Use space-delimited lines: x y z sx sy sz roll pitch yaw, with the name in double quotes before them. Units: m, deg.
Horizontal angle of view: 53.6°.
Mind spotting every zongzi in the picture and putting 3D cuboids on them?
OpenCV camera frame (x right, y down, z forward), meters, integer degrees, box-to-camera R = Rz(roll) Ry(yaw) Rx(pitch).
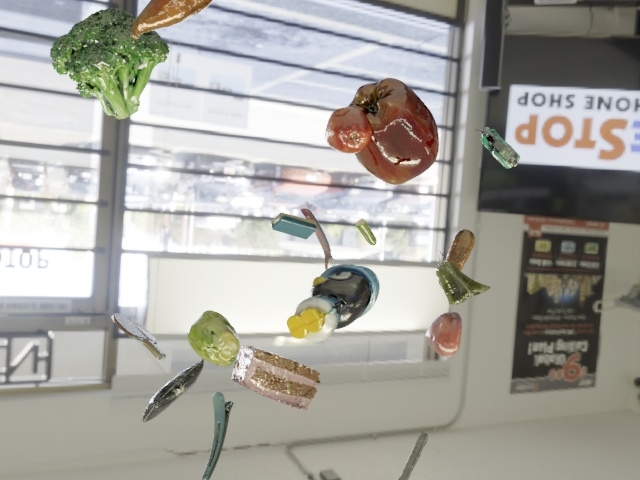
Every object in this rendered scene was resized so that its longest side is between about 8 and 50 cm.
"zongzi" 0.373 0.083 1.691 0.130 0.154 0.062 -21 174 -18

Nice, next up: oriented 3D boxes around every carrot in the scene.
"carrot" 0.377 0.054 1.757 0.060 0.186 0.060 24 168 5

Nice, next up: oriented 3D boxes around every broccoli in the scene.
"broccoli" -0.556 -0.475 1.689 0.307 0.275 0.308 -3 -151 2

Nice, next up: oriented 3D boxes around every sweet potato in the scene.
"sweet potato" -0.295 -0.575 1.438 0.112 0.359 0.112 40 169 10

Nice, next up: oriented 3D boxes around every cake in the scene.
"cake" -0.117 0.359 1.676 0.112 0.116 0.295 12 163 49

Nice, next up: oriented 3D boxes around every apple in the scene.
"apple" 0.220 -0.336 1.974 0.288 0.288 0.317 6 149 40

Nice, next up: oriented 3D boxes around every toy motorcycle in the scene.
"toy motorcycle" 0.534 -0.286 1.908 0.100 0.058 0.173 33 -160 -50

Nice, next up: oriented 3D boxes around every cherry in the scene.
"cherry" 0.337 0.258 1.741 0.086 0.126 0.106 9 172 -31

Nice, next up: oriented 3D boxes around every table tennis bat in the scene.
"table tennis bat" -0.499 0.265 1.757 0.220 0.019 0.130 33 178 36

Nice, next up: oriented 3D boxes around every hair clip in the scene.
"hair clip" -0.319 0.613 1.961 0.048 0.275 0.083 -11 140 20

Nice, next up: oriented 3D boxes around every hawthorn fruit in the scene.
"hawthorn fruit" 0.077 -0.299 1.736 0.132 0.133 0.138 4 -166 -18

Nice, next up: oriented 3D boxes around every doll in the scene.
"doll" 0.036 0.137 1.481 0.177 0.141 0.314 -28 180 31

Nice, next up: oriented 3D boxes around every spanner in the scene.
"spanner" 0.285 0.743 2.069 0.093 0.026 0.325 18 -144 21

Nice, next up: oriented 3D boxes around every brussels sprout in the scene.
"brussels sprout" -0.374 0.355 2.248 0.161 0.223 0.223 -32 -168 -13

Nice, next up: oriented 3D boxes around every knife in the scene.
"knife" 0.002 -0.001 2.408 0.053 0.278 0.123 -21 -175 15

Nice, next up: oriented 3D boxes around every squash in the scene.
"squash" 0.119 -0.018 1.605 0.027 0.027 0.083 6 143 44

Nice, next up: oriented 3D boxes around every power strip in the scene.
"power strip" -0.074 -0.041 1.743 0.123 0.032 0.056 16 137 -34

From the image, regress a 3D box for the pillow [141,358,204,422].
"pillow" -0.427 0.439 1.851 0.055 0.141 0.208 41 -138 10
